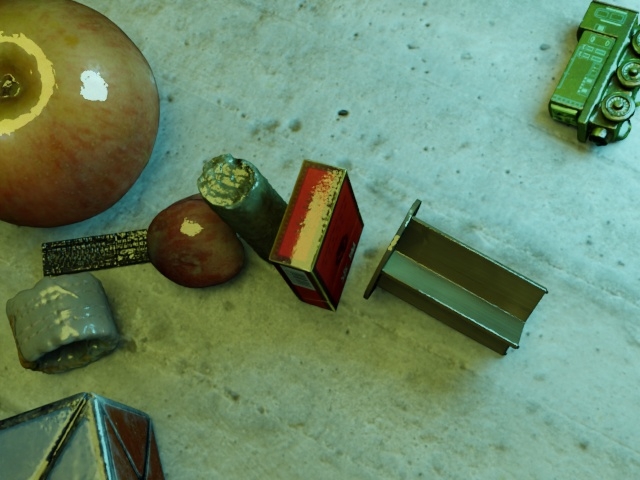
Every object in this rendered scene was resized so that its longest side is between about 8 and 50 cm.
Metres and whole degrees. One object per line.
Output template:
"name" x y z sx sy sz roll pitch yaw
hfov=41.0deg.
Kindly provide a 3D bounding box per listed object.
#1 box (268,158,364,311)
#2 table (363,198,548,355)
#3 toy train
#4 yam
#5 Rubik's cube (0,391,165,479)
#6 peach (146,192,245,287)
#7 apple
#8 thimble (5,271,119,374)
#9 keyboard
"box" 0.001 0.000 1.236 0.074 0.240 0.153 12 75 12
"table" 0.199 0.066 1.243 0.226 0.167 0.167 29 79 7
"toy train" 0.444 -0.257 1.337 0.137 0.090 0.226 24 77 22
"yam" -0.093 -0.041 1.259 0.093 0.259 0.093 -6 68 15
"Rubik's cube" -0.357 0.373 1.167 0.260 0.255 0.259 -16 70 1
"peach" -0.199 0.001 1.327 0.152 0.152 0.152 -2 72 8
"apple" -0.436 -0.206 1.322 0.363 0.364 0.364 -2 72 8
"thimble" -0.394 0.127 1.314 0.151 0.127 0.118 -22 69 0
"keyboard" -0.363 0.018 1.403 0.195 0.018 0.060 -9 74 6
